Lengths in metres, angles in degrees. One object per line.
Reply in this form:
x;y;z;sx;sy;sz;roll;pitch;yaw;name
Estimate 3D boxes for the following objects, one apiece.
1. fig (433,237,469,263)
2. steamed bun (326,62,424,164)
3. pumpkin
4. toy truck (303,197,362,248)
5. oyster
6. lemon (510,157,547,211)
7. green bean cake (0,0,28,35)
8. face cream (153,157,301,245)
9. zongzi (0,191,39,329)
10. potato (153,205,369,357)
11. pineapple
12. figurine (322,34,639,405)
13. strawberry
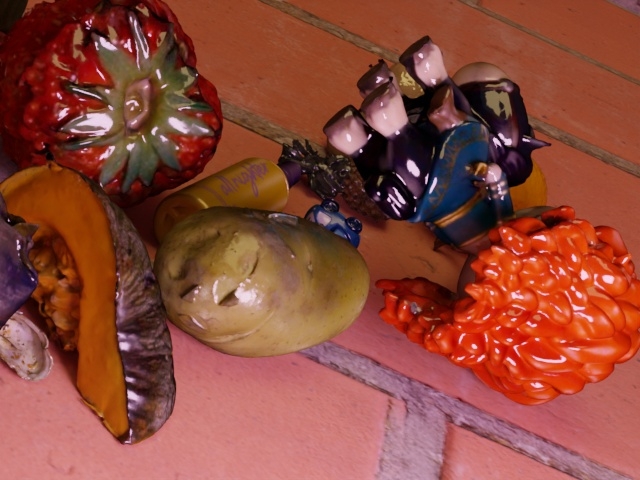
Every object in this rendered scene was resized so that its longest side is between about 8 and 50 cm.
0.223;0.019;2.030;0.146;0.134;0.201;27;11;-32;fig
0.115;-0.155;2.220;0.172;0.155;0.141;33;27;17;steamed bun
-0.189;0.034;1.548;0.111;0.163;0.278;-4;39;-46;pumpkin
0.000;0.000;1.934;0.073;0.056;0.090;38;39;11;toy truck
-0.286;0.098;1.508;0.081;0.038;0.083;-22;78;-28;oyster
0.216;-0.061;2.154;0.187;0.142;0.142;5;32;-47;lemon
-0.443;-0.334;2.040;0.181;0.094;0.173;29;1;10;green bean cake
-0.090;-0.047;1.902;0.078;0.078;0.273;32;25;14;face cream
-0.476;-0.088;1.361;0.403;0.208;0.432;42;7;35;zongzi
-0.058;0.036;1.692;0.248;0.143;0.169;2;45;-43;potato
0.023;-0.079;2.096;0.159;0.074;0.074;19;24;3;pineapple
0.173;-0.022;1.798;0.306;0.241;0.412;-5;68;-61;figurine
-0.245;-0.154;1.818;0.238;0.250;0.288;-29;26;-22;strawberry
